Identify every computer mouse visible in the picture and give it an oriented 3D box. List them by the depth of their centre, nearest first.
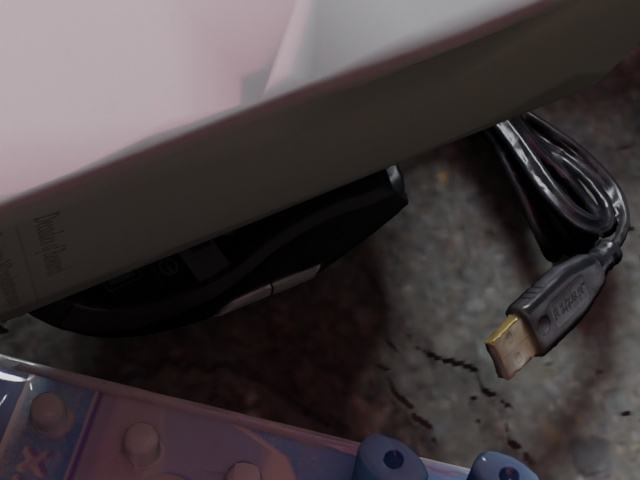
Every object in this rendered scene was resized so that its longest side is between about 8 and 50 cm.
[{"bbox_3d":[0.000,0.000,0.596,0.262,0.060,0.184,-32,74,-36],"label":"computer mouse"}]

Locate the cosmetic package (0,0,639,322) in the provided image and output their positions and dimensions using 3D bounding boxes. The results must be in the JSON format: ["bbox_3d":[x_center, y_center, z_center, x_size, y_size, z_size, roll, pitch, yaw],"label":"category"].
[{"bbox_3d":[-0.104,-0.090,0.408,0.385,0.156,0.217,-24,84,-10],"label":"cosmetic package"}]

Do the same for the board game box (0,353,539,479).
[{"bbox_3d":[-0.142,0.196,0.471,0.390,0.050,0.390,14,55,3],"label":"board game box"}]
